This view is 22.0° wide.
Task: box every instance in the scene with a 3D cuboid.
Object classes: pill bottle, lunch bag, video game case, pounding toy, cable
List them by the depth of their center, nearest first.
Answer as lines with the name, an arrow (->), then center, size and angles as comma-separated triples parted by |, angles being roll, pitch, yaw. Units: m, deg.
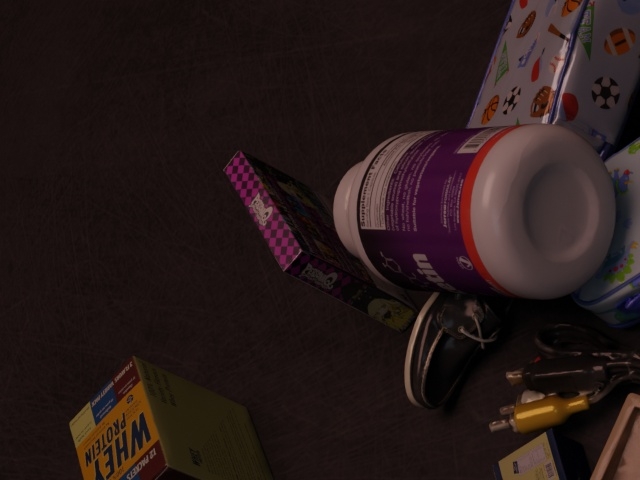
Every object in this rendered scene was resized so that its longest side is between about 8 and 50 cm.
pounding toy -> 0.384, 0.221, 1.571 | 0.206, 0.094, 0.181 | 18, 77, 39
cable -> 0.317, 0.144, 1.742 | 0.287, 0.072, 0.139 | -5, 36, 33
lunch bag -> 0.357, -0.017, 1.749 | 0.219, 0.090, 0.176 | -37, 42, 29
pill bottle -> 0.154, -0.031, 1.788 | 0.323, 0.181, 0.181 | 1, 68, 57
lunch bag -> 0.278, -0.204, 1.921 | 0.303, 0.115, 0.243 | -67, 19, -10
video game case -> 0.000, 0.000, 2.050 | 0.042, 0.210, 0.232 | -50, 39, 14

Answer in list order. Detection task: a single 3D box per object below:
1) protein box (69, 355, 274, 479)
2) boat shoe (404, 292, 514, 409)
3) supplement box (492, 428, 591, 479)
protein box -> -0.182, 0.288, 2.081 | 0.136, 0.201, 0.200 | -46, 40, 18
boat shoe -> 0.170, 0.090, 1.900 | 0.079, 0.084, 0.233 | 20, 80, 53
supplement box -> 0.237, 0.259, 1.735 | 0.083, 0.056, 0.083 | -37, 43, 28
